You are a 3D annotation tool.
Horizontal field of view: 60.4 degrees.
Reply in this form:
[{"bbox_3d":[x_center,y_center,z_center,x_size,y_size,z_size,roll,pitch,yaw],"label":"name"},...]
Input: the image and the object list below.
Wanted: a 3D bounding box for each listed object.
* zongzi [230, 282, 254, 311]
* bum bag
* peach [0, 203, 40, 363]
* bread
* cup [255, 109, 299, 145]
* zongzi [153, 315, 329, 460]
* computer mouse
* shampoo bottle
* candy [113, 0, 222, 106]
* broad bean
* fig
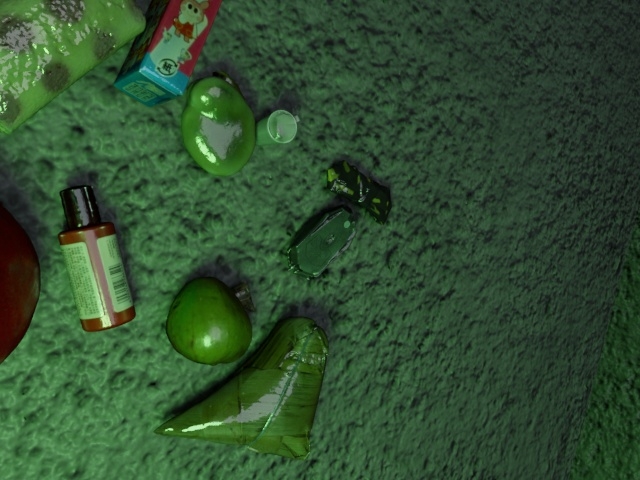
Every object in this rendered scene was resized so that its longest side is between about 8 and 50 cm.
[{"bbox_3d":[-0.197,0.149,1.285,0.076,0.040,0.083,-25,122,-24],"label":"zongzi"},{"bbox_3d":[0.105,-0.133,1.464,0.233,0.060,0.106,32,65,-32],"label":"bum bag"},{"bbox_3d":[-0.602,0.066,0.914,0.258,0.201,0.361,-2,76,4],"label":"peach"},{"bbox_3d":[-0.498,-0.368,0.995,0.338,0.155,0.187,-49,120,-24],"label":"bread"},{"bbox_3d":[-0.102,-0.265,1.287,0.104,0.116,0.074,-36,109,-27],"label":"cup"},{"bbox_3d":[-0.164,0.311,1.244,0.361,0.160,0.322,17,76,-26],"label":"zongzi"},{"bbox_3d":[-0.003,-0.002,1.390,0.231,0.071,0.126,-46,129,-14],"label":"computer mouse"},{"bbox_3d":[-0.442,0.031,1.070,0.104,0.104,0.278,-16,100,-33],"label":"shampoo bottle"},{"bbox_3d":[-0.300,-0.436,1.124,0.100,0.157,0.305,28,76,-35],"label":"candy"},{"bbox_3d":[-0.224,-0.259,1.224,0.169,0.100,0.227,2,102,-26],"label":"broad bean"},{"bbox_3d":[-0.237,0.173,1.173,0.181,0.181,0.190,-3,86,-34],"label":"fig"}]
